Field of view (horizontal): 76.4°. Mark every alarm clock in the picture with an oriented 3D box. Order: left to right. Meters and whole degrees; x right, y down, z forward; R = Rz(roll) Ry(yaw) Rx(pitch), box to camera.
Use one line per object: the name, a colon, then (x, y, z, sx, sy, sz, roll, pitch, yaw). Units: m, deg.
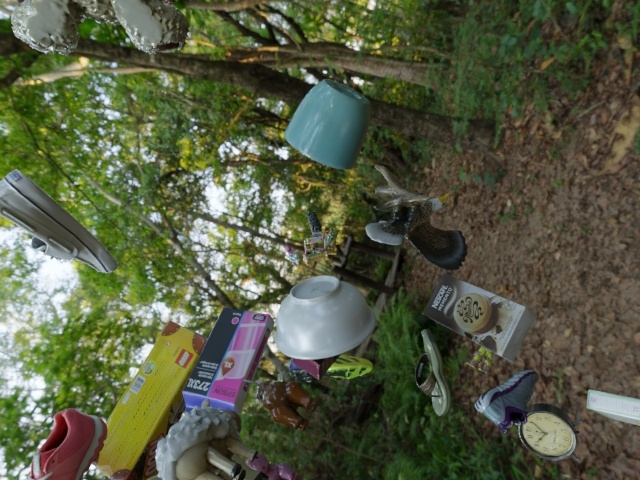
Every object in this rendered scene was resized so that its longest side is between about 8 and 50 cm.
alarm clock: (0.563, 0.485, 1.051, 0.064, 0.192, 0.129, -16, -71, -63)

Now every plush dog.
plush dog: (-0.357, -0.428, 0.669, 0.225, 0.262, 0.210, -112, 18, -56)

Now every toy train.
toy train: (-0.017, -0.041, 1.016, 0.158, 0.027, 0.036, -111, 19, -71)

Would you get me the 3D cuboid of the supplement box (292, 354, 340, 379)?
supplement box: (0.011, 0.319, 1.255, 0.188, 0.104, 0.081, -40, -36, -40)

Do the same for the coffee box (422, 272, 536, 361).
coffee box: (0.516, 0.247, 1.345, 0.119, 0.297, 0.168, 30, -94, -42)

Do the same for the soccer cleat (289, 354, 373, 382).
soccer cleat: (0.032, 0.409, 1.379, 0.093, 0.289, 0.121, 70, -162, -45)

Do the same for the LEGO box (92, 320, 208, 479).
LEGO box: (-0.520, 0.597, 1.486, 0.500, 0.193, 0.372, -63, -27, -19)

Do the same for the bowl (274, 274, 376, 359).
bowl: (-0.002, 0.187, 1.133, 0.298, 0.298, 0.134, -64, -38, -66)

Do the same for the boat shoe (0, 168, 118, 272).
boat shoe: (-0.475, -0.010, 0.730, 0.084, 0.095, 0.258, -47, -41, -20)

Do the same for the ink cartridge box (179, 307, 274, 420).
ink cartridge box: (-0.282, 0.380, 1.213, 0.069, 0.176, 0.371, 70, -150, -49)

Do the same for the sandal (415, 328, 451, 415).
sandal: (0.330, 0.403, 1.246, 0.120, 0.086, 0.303, -106, -1, -70)

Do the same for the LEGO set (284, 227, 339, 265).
LEGO set: (0.000, 0.000, 1.601, 0.287, 0.132, 0.107, -30, -52, -37)

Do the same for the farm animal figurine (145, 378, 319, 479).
farm animal figurine: (-0.158, 0.344, 0.585, 0.327, 0.172, 0.330, 7, -76, -68)

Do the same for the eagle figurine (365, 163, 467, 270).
eagle figurine: (0.259, -0.043, 1.085, 0.298, 0.225, 0.226, 54, -146, -50)

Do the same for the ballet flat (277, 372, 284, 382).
ballet flat: (-0.173, 0.652, 1.857, 0.173, 0.049, 0.057, 96, 172, -47)

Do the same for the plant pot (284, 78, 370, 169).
plant pot: (0.047, -0.436, 1.481, 0.235, 0.293, 0.293, -61, 2, 29)

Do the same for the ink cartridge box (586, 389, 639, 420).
ink cartridge box: (0.818, 0.429, 1.000, 0.235, 0.171, 0.056, -5, 63, 51)

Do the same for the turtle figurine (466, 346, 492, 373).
turtle figurine: (0.729, 0.457, 1.749, 0.087, 0.269, 0.217, 8, 73, 62)

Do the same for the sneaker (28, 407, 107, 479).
sneaker: (-0.579, 0.514, 0.865, 0.314, 0.116, 0.136, -95, -10, -47)

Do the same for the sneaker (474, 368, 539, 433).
sneaker: (0.487, 0.401, 1.008, 0.098, 0.224, 0.083, 50, 141, 40)
